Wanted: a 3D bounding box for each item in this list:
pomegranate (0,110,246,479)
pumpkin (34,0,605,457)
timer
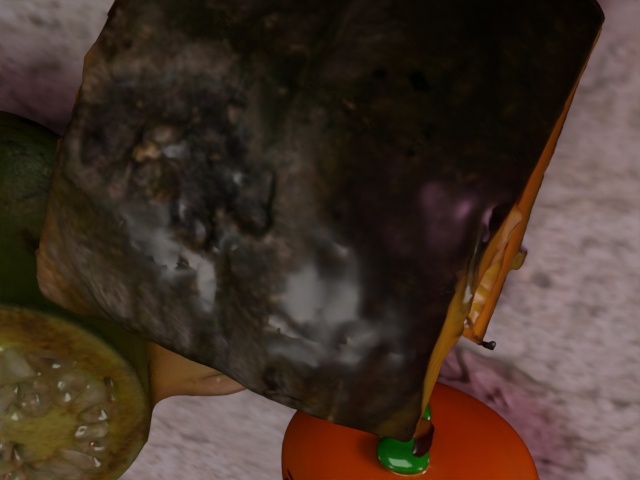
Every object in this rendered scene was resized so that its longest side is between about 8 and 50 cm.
[{"bbox_3d":[-0.139,0.016,0.756,0.240,0.159,0.190,-20,138,19],"label":"pomegranate"},{"bbox_3d":[0.001,0.001,0.584,0.139,0.190,0.280,22,146,11],"label":"pumpkin"},{"bbox_3d":[0.041,0.114,0.779,0.136,0.099,0.136,11,146,7],"label":"timer"}]
